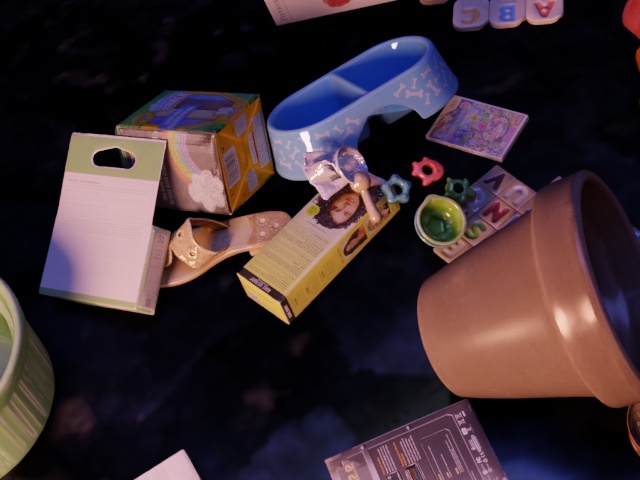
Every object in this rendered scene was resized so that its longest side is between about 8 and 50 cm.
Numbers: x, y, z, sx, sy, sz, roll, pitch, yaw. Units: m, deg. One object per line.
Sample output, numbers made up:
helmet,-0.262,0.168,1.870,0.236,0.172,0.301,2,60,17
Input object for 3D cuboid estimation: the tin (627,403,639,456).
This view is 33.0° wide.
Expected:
tin,0.436,0.196,1.199,0.190,0.040,0.106,-14,55,6

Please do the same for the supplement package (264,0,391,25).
supplement package,0.040,-0.489,1.731,0.293,0.177,0.175,-9,53,18

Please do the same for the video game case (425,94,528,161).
video game case,0.224,-0.162,1.548,0.122,0.011,0.087,20,62,29

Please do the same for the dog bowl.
dog bowl,0.054,-0.197,1.550,0.297,0.074,0.166,-31,31,-10

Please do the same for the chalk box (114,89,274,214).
chalk box,-0.195,-0.131,1.547,0.213,0.132,0.132,8,34,27

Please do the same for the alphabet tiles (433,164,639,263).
alphabet tiles,0.273,-0.005,1.417,0.198,0.009,0.237,-39,53,-13

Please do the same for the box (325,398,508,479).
box,0.129,0.312,1.191,0.183,0.056,0.231,-24,51,-1

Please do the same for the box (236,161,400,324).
box,0.000,0.000,1.464,0.087,0.058,0.232,31,68,32

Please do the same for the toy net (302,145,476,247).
toy net,0.091,-0.079,1.431,0.232,0.045,0.122,25,72,-2

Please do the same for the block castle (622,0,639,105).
block castle,0.563,-0.175,1.337,0.303,0.213,0.453,-4,59,-1

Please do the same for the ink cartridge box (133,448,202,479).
ink cartridge box,-0.198,0.311,1.307,0.115,0.029,0.063,-32,52,-7

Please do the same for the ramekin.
ramekin,-0.500,0.191,1.412,0.303,0.148,0.303,-8,52,11

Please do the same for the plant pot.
plant pot,0.241,0.076,1.229,0.229,0.263,0.263,-20,48,28

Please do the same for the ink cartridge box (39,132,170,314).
ink cartridge box,-0.290,-0.025,1.505,0.171,0.056,0.235,7,82,27

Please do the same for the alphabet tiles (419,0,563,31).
alphabet tiles,0.300,-0.444,1.733,0.284,0.021,0.278,-2,54,15

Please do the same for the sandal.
sandal,-0.159,-0.008,1.503,0.240,0.079,0.088,-15,51,5
